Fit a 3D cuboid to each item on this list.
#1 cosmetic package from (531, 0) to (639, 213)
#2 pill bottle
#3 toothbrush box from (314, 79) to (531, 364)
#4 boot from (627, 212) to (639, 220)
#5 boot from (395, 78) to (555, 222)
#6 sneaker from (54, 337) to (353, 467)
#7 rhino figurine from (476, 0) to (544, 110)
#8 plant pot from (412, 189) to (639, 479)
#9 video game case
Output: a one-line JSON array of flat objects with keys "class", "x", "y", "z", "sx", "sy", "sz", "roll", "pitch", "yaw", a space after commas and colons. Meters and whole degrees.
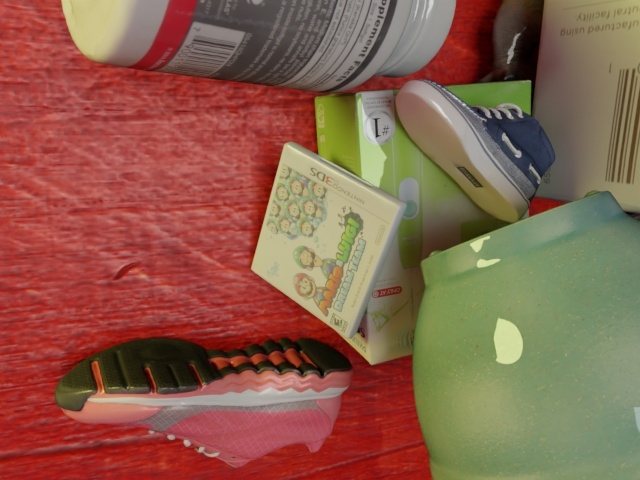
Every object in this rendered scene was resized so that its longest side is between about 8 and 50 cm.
[{"class": "cosmetic package", "x": 0.479, "y": -0.195, "z": 0.559, "sx": 0.394, "sy": 0.329, "sz": 0.327, "roll": -7, "pitch": 104, "yaw": -35}, {"class": "pill bottle", "x": -0.033, "y": -0.221, "z": 0.455, "sx": 0.319, "sy": 0.176, "sz": 0.176, "roll": -6, "pitch": 105, "yaw": -40}, {"class": "toothbrush box", "x": 0.117, "y": -0.030, "z": 0.612, "sx": 0.206, "sy": 0.122, "sz": 0.283, "roll": -8, "pitch": 106, "yaw": -19}, {"class": "boot", "x": 0.492, "y": -0.004, "z": 0.806, "sx": 0.114, "sy": 0.037, "sz": 0.106, "roll": -28, "pitch": 97, "yaw": -17}, {"class": "boot", "x": 0.152, "y": -0.105, "z": 0.512, "sx": 0.190, "sy": 0.069, "sz": 0.086, "roll": 40, "pitch": 78, "yaw": -32}, {"class": "sneaker", "x": -0.113, "y": 0.187, "z": 0.575, "sx": 0.314, "sy": 0.116, "sz": 0.136, "roll": 4, "pitch": 101, "yaw": -22}, {"class": "rhino figurine", "x": 0.250, "y": -0.257, "z": 0.638, "sx": 0.106, "sy": 0.073, "sz": 0.243, "roll": 14, "pitch": 94, "yaw": -29}, {"class": "plant pot", "x": 0.203, "y": 0.076, "z": 0.473, "sx": 0.293, "sy": 0.293, "sz": 0.196, "roll": -19, "pitch": 82, "yaw": -16}, {"class": "video game case", "x": 0.000, "y": 0.000, "z": 0.547, "sx": 0.019, "sy": 0.143, "sz": 0.157, "roll": -21, "pitch": 136, "yaw": -51}]
